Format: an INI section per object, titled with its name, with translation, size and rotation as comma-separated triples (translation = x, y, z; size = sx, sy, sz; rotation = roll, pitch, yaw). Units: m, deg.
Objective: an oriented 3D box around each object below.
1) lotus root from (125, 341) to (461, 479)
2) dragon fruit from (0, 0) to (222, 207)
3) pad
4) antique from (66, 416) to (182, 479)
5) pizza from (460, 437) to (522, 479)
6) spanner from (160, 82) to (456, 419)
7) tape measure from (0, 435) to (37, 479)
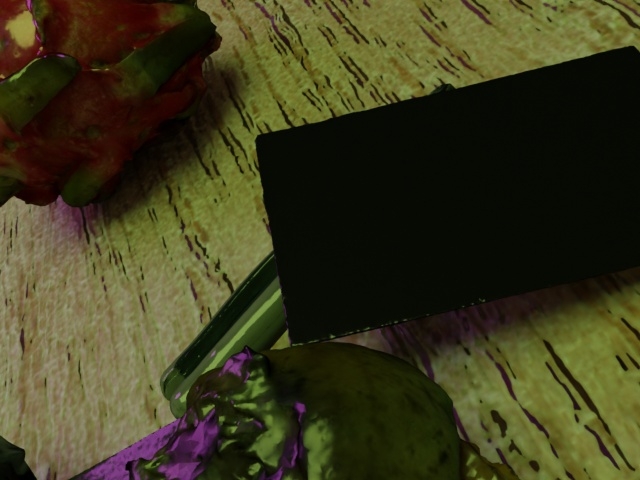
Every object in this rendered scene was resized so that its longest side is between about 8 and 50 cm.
[lotus root]
translation = -0.038, 0.121, 0.337
size = 0.204, 0.078, 0.183
rotation = -20, 44, 26
[dragon fruit]
translation = -0.251, -0.167, 0.719
size = 0.303, 0.237, 0.231
rotation = -34, 65, -8
[pad]
translation = 0.111, -0.042, 0.470
size = 0.300, 0.005, 0.202
rotation = -14, 48, 0
[antique]
translation = -0.074, 0.163, 0.446
size = 0.221, 0.081, 0.080
rotation = -31, 46, 10
[pizza]
translation = 0.064, 0.253, 0.285
size = 0.268, 0.087, 0.258
rotation = -47, 46, -5
[spanner]
translation = 0.000, 0.000, 0.527
size = 0.325, 0.040, 0.096
rotation = -49, 16, -11
[tape measure]
translation = -0.289, 0.224, 0.405
size = 0.147, 0.275, 0.256
rotation = -1, 87, 28
